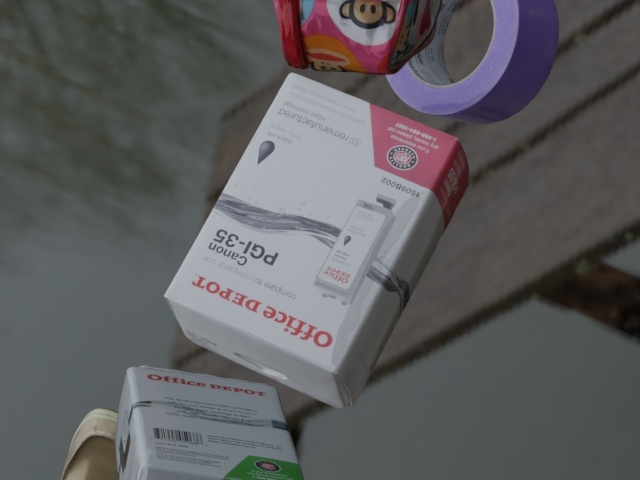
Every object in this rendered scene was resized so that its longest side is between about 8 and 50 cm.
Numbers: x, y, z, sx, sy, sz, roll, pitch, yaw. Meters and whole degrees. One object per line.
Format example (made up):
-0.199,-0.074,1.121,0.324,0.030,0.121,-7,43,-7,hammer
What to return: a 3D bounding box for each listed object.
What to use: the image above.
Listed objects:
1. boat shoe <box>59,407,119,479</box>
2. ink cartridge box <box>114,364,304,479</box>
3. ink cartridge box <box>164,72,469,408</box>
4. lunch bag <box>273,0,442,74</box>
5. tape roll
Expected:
-0.261,0.319,2.178,0.098,0.109,0.302,-56,-11,-52,boat shoe
-0.106,0.204,1.772,0.208,0.153,0.087,-110,32,-67,ink cartridge box
0.000,0.000,1.983,0.283,0.207,0.117,-62,-17,-17,ink cartridge box
0.042,-0.288,1.479,0.258,0.120,0.293,-52,-35,-66,lunch bag
0.162,-0.224,2.113,0.189,0.080,0.189,-6,81,41,tape roll
